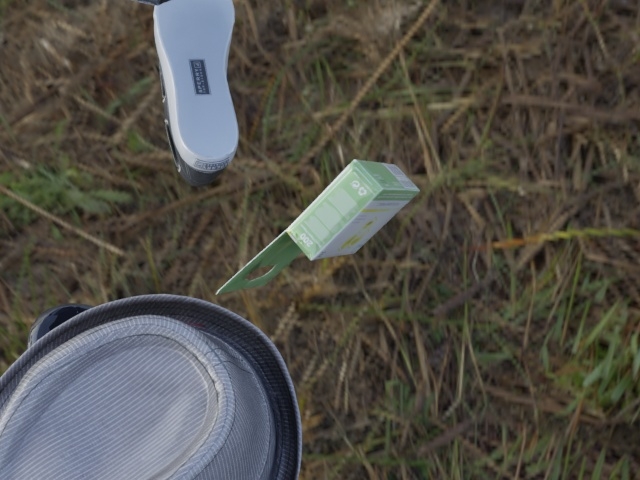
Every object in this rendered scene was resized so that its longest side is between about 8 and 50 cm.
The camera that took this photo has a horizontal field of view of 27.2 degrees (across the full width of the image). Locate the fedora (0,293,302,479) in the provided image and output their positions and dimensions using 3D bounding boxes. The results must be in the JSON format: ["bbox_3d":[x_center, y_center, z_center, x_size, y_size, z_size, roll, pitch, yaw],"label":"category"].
[{"bbox_3d":[-0.148,0.151,0.930,0.275,0.124,0.244,-30,70,-2],"label":"fedora"}]

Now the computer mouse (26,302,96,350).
[{"bbox_3d":[-0.199,0.185,1.332,0.188,0.072,0.272,-33,77,-38],"label":"computer mouse"}]

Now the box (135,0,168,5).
[{"bbox_3d":[-0.200,-0.276,0.953,0.247,0.142,0.163,14,110,9],"label":"box"}]

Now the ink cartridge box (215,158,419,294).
[{"bbox_3d":[0.000,0.000,1.592,0.235,0.171,0.056,-45,78,15],"label":"ink cartridge box"}]

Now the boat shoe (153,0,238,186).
[{"bbox_3d":[-0.119,-0.155,1.270,0.080,0.076,0.229,-2,63,-19],"label":"boat shoe"}]
